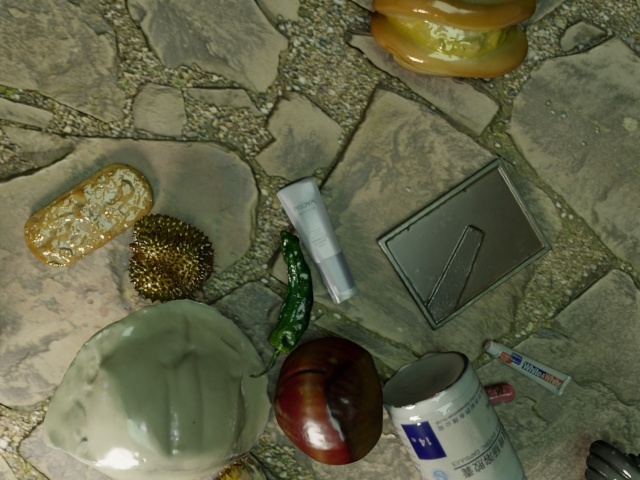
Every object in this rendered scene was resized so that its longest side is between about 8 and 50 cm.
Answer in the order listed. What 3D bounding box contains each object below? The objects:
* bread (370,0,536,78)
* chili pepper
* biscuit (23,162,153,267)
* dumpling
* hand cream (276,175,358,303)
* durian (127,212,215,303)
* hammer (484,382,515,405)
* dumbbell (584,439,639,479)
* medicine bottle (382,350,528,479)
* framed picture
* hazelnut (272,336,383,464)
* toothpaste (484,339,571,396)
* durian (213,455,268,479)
[{"bbox_3d":[0.249,-0.434,0.998,0.315,0.211,0.270,6,94,-6],"label":"bread"},{"bbox_3d":[-0.057,0.123,1.033,0.122,0.065,0.279,8,90,-46],"label":"chili pepper"},{"bbox_3d":[-0.428,-0.046,1.008,0.247,0.029,0.118,-35,98,-5],"label":"biscuit"},{"bbox_3d":[-0.249,0.265,0.962,0.395,0.233,0.316,20,85,-28],"label":"dumpling"},{"bbox_3d":[0.000,0.000,1.066,0.079,0.048,0.255,-25,96,-5],"label":"hand cream"},{"bbox_3d":[-0.275,0.037,0.991,0.168,0.137,0.158,23,110,-23],"label":"durian"},{"bbox_3d":[0.368,0.328,1.147,0.083,0.043,0.043,-10,95,-8],"label":"hammer"},{"bbox_3d":[0.539,0.585,1.121,0.406,0.179,0.179,-44,99,-4],"label":"dumbbell"},{"bbox_3d":[0.272,0.405,1.062,0.190,0.190,0.332,-29,97,-6],"label":"medicine bottle"},{"bbox_3d":[0.302,0.009,1.128,0.315,0.024,0.232,-33,98,-6],"label":"framed picture"},{"bbox_3d":[0.012,0.297,1.021,0.229,0.229,0.230,-1,94,-9],"label":"hazelnut"},{"bbox_3d":[0.442,0.269,1.162,0.218,0.033,0.052,28,93,-14],"label":"toothpaste"},{"bbox_3d":[-0.177,0.606,1.058,0.195,0.185,0.305,-19,105,16],"label":"durian"}]
